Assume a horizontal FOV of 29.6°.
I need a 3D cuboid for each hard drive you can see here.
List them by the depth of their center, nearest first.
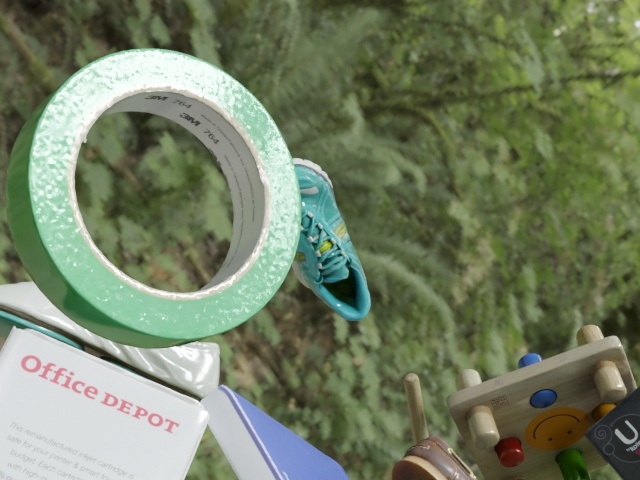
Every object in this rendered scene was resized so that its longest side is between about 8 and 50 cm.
[{"bbox_3d":[-0.005,0.296,1.354,0.210,0.040,0.318,55,5,34],"label":"hard drive"}]

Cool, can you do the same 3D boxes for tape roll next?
[{"bbox_3d":[-0.175,-0.046,1.318,0.321,0.321,0.077,55,-33,-9],"label":"tape roll"}]

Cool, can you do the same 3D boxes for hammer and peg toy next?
[{"bbox_3d":[0.281,0.276,1.728,0.127,0.361,0.266,-101,167,-48],"label":"hammer and peg toy"}]

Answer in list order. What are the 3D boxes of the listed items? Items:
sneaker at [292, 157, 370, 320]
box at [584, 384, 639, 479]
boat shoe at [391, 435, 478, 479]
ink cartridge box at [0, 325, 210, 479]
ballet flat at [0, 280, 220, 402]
[{"bbox_3d":[0.000,0.000,1.544,0.275,0.107,0.110,56,0,-44],"label":"sneaker"},{"bbox_3d":[0.506,0.316,1.588,0.270,0.165,0.143,51,5,36],"label":"box"},{"bbox_3d":[0.161,0.287,1.220,0.207,0.073,0.073,54,37,8],"label":"boat shoe"},{"bbox_3d":[-0.274,0.276,1.217,0.226,0.306,0.131,25,-28,-4],"label":"ink cartridge box"},{"bbox_3d":[-0.326,0.130,1.784,0.400,0.139,0.139,26,17,-14],"label":"ballet flat"}]
